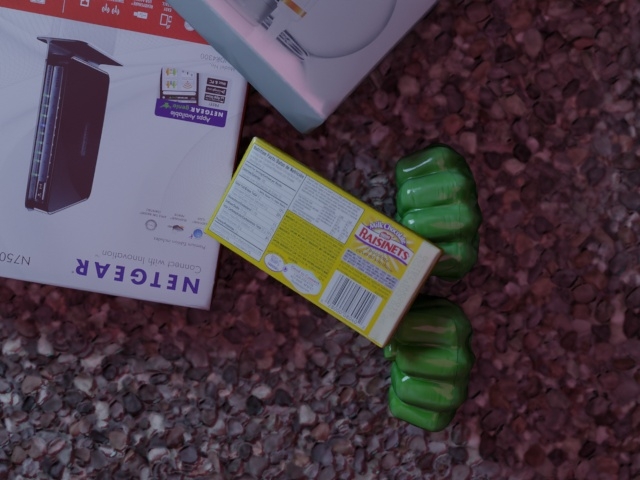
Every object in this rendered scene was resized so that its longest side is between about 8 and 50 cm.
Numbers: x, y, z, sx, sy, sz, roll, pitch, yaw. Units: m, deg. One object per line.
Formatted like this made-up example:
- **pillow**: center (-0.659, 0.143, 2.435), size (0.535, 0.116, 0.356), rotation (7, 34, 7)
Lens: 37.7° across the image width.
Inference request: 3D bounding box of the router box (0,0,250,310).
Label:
- **router box**: center (-0.245, -0.107, 0.934), size (0.335, 0.082, 0.301), rotation (9, 95, -4)

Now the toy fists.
- **toy fists**: center (0.107, 0.044, 0.919), size (0.096, 0.142, 0.279), rotation (4, 95, 1)

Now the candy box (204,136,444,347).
- **candy box**: center (0.000, 0.000, 0.865), size (0.206, 0.027, 0.105), rotation (33, 99, 14)

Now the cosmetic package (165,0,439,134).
- **cosmetic package**: center (-0.045, -0.330, 0.851), size (0.377, 0.097, 0.284), rotation (43, 78, -8)
